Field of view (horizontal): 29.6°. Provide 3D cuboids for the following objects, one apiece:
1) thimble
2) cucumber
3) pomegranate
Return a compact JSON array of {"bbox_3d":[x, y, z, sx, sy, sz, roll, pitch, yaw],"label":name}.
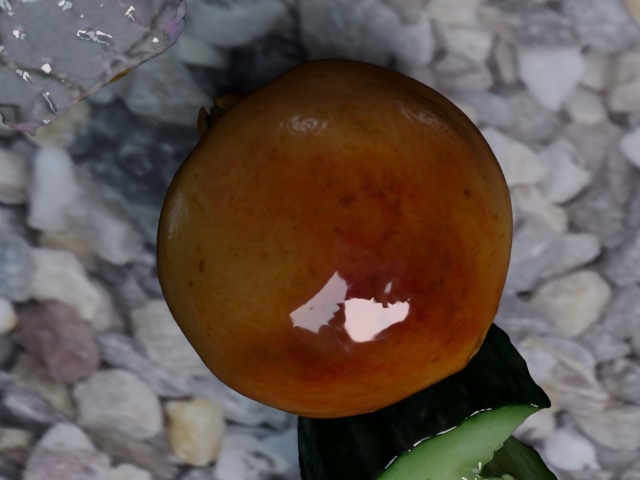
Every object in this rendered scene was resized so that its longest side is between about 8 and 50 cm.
[{"bbox_3d":[-0.151,-0.147,0.639,0.118,0.127,0.151,-31,120,11],"label":"thimble"},{"bbox_3d":[0.076,0.161,0.816,0.191,0.130,0.191,-4,121,-6],"label":"cucumber"},{"bbox_3d":[0.005,0.003,0.683,0.209,0.209,0.209,-2,116,-4],"label":"pomegranate"}]
